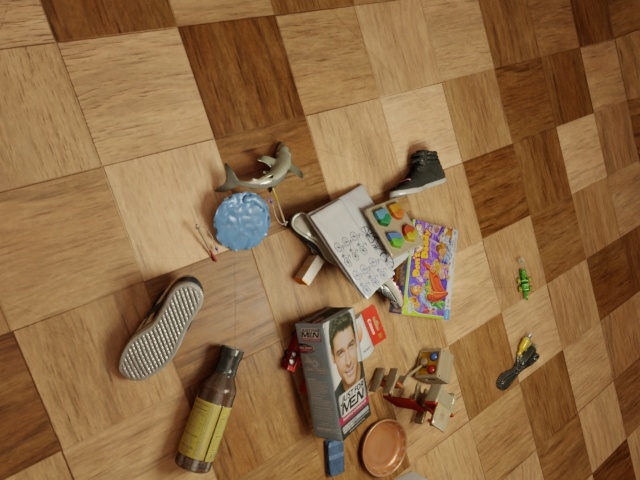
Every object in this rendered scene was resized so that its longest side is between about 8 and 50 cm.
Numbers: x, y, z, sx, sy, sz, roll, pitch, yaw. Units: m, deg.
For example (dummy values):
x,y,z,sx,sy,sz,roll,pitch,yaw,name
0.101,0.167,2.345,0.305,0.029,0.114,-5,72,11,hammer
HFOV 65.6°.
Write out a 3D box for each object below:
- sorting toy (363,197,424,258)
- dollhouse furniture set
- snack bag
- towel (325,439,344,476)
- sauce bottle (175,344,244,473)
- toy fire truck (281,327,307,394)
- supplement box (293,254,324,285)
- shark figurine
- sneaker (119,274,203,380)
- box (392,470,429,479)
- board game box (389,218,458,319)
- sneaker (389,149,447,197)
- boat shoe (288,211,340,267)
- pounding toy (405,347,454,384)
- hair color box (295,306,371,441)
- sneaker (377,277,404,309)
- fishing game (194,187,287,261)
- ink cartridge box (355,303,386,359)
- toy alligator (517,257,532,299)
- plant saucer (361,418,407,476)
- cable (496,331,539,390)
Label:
x,y,z,sx,sy,sz,roll,pitch,yaw,name
0.260,-0.049,1.711,0.208,0.038,0.193,-20,77,-44,sorting toy
0.328,0.566,1.715,0.262,0.259,0.135,39,61,-22,dollhouse furniture set
0.144,-0.010,1.639,0.342,0.037,0.323,-32,86,-47,snack bag
0.049,0.727,1.676,0.067,0.029,0.120,-3,90,-30,towel
-0.307,0.475,1.426,0.111,0.111,0.345,27,75,-27,sauce bottle
-0.052,0.391,1.614,0.135,0.047,0.192,29,72,-28,toy fire truck
-0.037,0.097,1.623,0.036,0.062,0.098,41,70,-22,supplement box
-0.171,-0.185,1.536,0.166,0.116,0.278,45,54,15,shark figurine
-0.426,0.235,1.365,0.126,0.127,0.321,37,95,-18,sneaker
0.332,0.907,1.797,0.101,0.102,0.087,-10,92,-29,box
0.391,0.113,1.867,0.233,0.078,0.348,11,83,-30,board game box
0.344,-0.251,1.841,0.295,0.104,0.147,-23,98,-35,sneaker
0.000,0.000,1.623,0.254,0.079,0.095,34,85,-15,boat shoe
0.399,0.472,1.845,0.100,0.141,0.130,34,58,-25,pounding toy
0.046,0.419,1.597,0.185,0.113,0.375,-17,99,-54,hair color box
0.178,0.131,1.727,0.112,0.121,0.299,-43,100,5,sneaker
-0.238,-0.059,1.496,0.264,0.041,0.189,-31,122,-15,fishing game
0.157,0.328,1.743,0.179,0.045,0.146,-27,102,-26,ink cartridge box
0.893,0.166,2.183,0.051,0.056,0.190,-17,98,-72,toy alligator
0.224,0.736,1.775,0.199,0.037,0.200,0,89,-31,plant saucer
0.857,0.539,2.163,0.287,0.072,0.139,-45,128,-11,cable
